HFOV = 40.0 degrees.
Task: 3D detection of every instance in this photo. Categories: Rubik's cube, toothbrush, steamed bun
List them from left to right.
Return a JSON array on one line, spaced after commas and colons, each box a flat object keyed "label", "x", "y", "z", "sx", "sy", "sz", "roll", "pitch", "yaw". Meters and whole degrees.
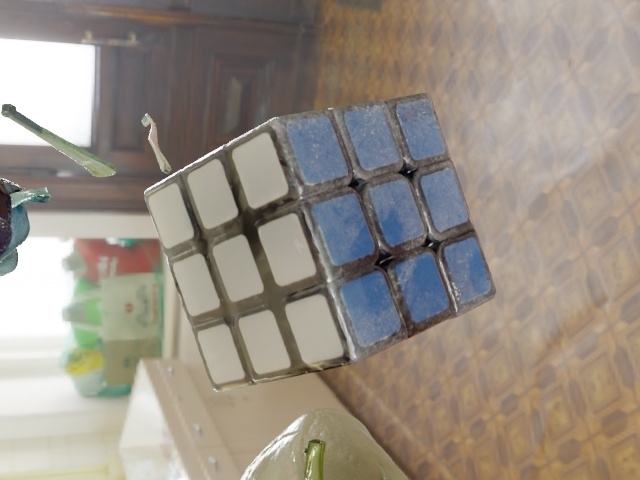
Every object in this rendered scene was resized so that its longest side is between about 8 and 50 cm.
[{"label": "toothbrush", "x": -0.266, "y": -0.160, "z": 1.424, "sx": 0.022, "sy": 0.017, "sz": 0.204, "roll": -44, "pitch": 36, "yaw": 9}, {"label": "Rubik's cube", "x": 0.000, "y": 0.000, "z": 1.176, "sx": 0.304, "sy": 0.305, "sz": 0.301, "roll": -20, "pitch": 88, "yaw": 45}, {"label": "steamed bun", "x": 0.009, "y": 0.452, "z": 1.340, "sx": 0.247, "sy": 0.236, "sz": 0.383, "roll": -55, "pitch": 51, "yaw": 27}]

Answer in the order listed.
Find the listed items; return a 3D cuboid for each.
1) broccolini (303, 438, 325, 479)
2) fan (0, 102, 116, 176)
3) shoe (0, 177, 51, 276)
[{"label": "broccolini", "x": 0.061, "y": 0.340, "z": 1.017, "sx": 0.062, "sy": 0.123, "sz": 0.271, "roll": -4, "pitch": 111, "yaw": 63}, {"label": "fan", "x": -0.318, "y": -0.121, "z": 1.080, "sx": 0.193, "sy": 0.038, "sz": 0.016, "roll": 38, "pitch": -130, "yaw": -59}, {"label": "shoe", "x": -0.291, "y": 0.011, "z": 0.691, "sx": 0.207, "sy": 0.106, "sz": 0.091, "roll": -35, "pitch": 61, "yaw": 39}]
